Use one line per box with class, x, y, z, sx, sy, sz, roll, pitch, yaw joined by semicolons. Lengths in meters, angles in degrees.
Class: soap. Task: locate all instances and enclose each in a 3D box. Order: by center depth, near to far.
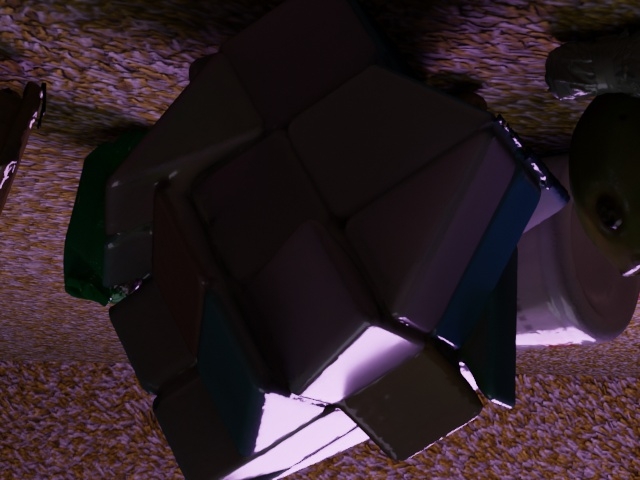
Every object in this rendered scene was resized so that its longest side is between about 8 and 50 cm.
soap;-0.154;0.003;1.527;0.098;0.218;0.273;12;180;37

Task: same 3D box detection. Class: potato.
potato;0.118;-0.119;1.289;0.083;0.040;0.051;-15;-177;37

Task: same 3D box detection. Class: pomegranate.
pomegranate;0.325;-0.086;1.186;0.241;0.159;0.190;-29;169;17

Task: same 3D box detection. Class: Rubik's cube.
Rubik's cube;0.000;0.000;1.109;0.368;0.358;0.387;-34;157;11

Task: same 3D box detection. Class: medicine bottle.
medicine bottle;0.152;0.025;1.540;0.371;0.211;0.211;-8;164;36

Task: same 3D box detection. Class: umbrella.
umbrella;0.253;-0.144;1.116;0.143;0.067;0.062;2;129;35

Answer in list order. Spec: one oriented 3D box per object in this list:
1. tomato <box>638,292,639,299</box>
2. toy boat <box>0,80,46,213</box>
tomato;0.412;0.031;1.827;0.225;0.085;0.225;3;170;1
toy boat;-0.394;-0.022;1.363;0.136;0.162;0.445;18;135;-17
